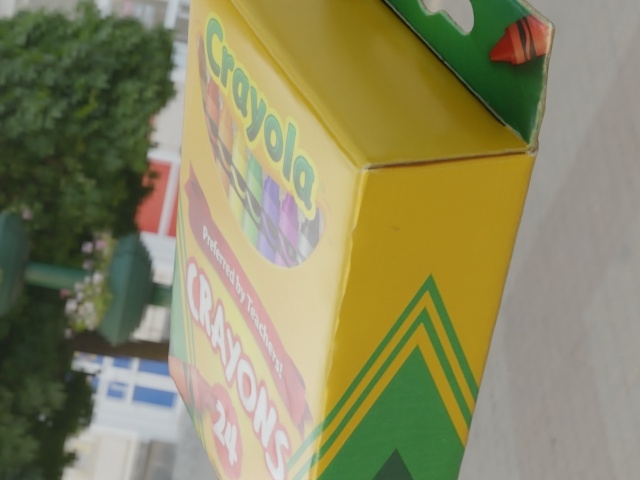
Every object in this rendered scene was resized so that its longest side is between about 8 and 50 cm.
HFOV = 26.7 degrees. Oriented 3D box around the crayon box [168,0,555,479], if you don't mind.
[{"bbox_3d":[0.000,0.000,0.632,0.202,0.081,0.318,-124,34,-48],"label":"crayon box"}]
